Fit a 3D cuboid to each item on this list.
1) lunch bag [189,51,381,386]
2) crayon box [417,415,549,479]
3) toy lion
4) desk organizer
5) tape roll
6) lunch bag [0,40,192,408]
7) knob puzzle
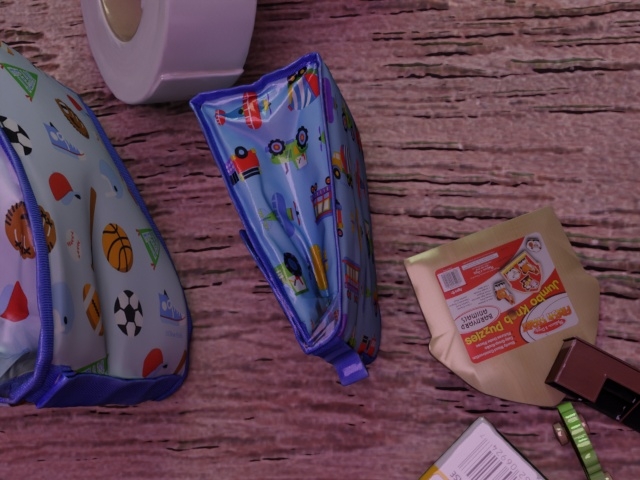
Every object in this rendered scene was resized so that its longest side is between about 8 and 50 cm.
[{"bbox_3d":[0.000,0.000,0.944,0.138,0.221,0.293,-19,75,7],"label":"lunch bag"},{"bbox_3d":[0.120,0.357,0.915,0.323,0.083,0.203,-45,74,-1],"label":"crayon box"},{"bbox_3d":[0.256,0.206,0.913,0.034,0.096,0.100,-24,75,6],"label":"toy lion"},{"bbox_3d":[0.293,0.148,0.930,0.130,0.047,0.050,28,81,4],"label":"desk organizer"},{"bbox_3d":[-0.173,-0.289,1.009,0.100,0.286,0.286,-10,73,-30],"label":"tape roll"},{"bbox_3d":[-0.308,0.003,0.950,0.239,0.328,0.385,-37,75,7],"label":"lunch bag"},{"bbox_3d":[0.200,0.081,0.980,0.213,0.030,0.213,0,77,-2],"label":"knob puzzle"}]
